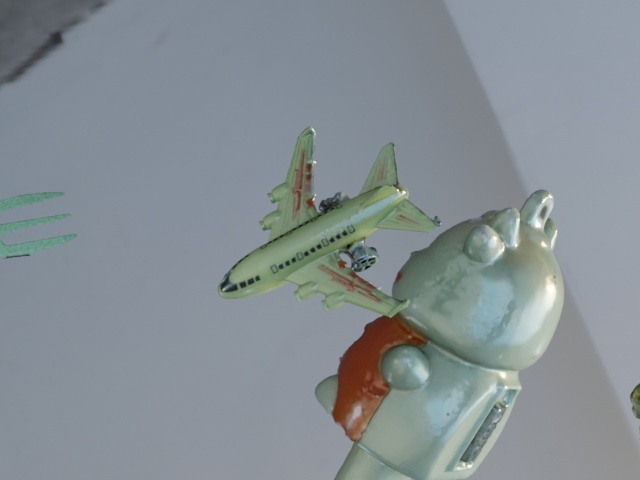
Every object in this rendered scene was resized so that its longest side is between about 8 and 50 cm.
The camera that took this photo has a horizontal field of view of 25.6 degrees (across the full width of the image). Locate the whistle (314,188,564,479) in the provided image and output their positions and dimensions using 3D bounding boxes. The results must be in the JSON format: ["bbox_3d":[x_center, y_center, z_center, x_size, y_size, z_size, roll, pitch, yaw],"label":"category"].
[{"bbox_3d":[0.062,0.080,0.794,0.102,0.106,0.253,21,103,-31],"label":"whistle"}]

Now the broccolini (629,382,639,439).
[{"bbox_3d":[0.156,0.237,0.566,0.074,0.392,0.079,-12,144,17],"label":"broccolini"}]

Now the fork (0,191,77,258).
[{"bbox_3d":[-0.261,-0.003,0.857,0.235,0.039,0.021,-4,-157,17],"label":"fork"}]

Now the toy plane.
[{"bbox_3d":[0.000,0.000,0.682,0.111,0.102,0.040,-32,158,13],"label":"toy plane"}]
